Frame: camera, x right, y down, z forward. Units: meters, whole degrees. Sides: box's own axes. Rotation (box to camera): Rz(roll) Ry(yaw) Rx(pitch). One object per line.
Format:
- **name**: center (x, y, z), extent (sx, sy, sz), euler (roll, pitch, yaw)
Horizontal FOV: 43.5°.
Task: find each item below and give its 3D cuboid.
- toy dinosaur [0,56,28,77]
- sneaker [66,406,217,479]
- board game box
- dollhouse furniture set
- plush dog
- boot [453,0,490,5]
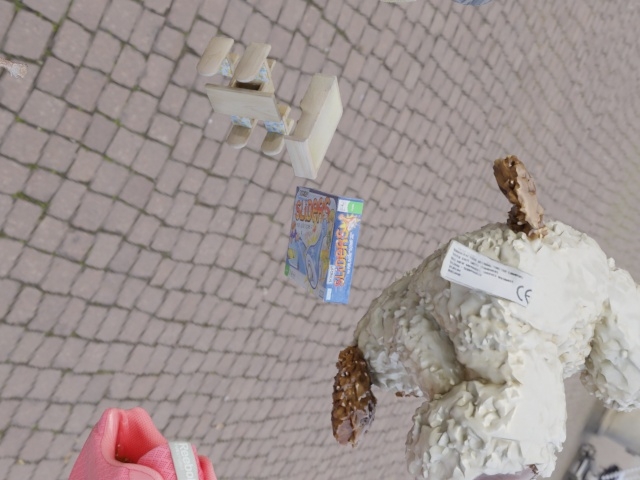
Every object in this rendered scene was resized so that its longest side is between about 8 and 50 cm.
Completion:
- **toy dinosaur**: center (-0.609, -0.321, 1.268), extent (0.296, 0.200, 0.127), euler (-42, 144, -55)
- **sneaker**: center (-0.105, 0.212, 0.539), extent (0.116, 0.314, 0.136), euler (10, 98, -39)
- **board game box**: center (0.000, 0.000, 1.099), extent (0.035, 0.201, 0.136), euler (7, 95, -18)
- **dollhouse furniture set**: center (-0.103, -0.227, 1.473), extent (0.212, 0.242, 0.161), euler (73, 34, -56)
- **plush dog**: center (0.113, 0.066, 0.626), extent (0.262, 0.210, 0.225), euler (-20, 176, -34)
- **boot**: center (-0.082, -0.363, 0.662), extent (0.146, 0.445, 0.367), euler (-54, 138, 4)
